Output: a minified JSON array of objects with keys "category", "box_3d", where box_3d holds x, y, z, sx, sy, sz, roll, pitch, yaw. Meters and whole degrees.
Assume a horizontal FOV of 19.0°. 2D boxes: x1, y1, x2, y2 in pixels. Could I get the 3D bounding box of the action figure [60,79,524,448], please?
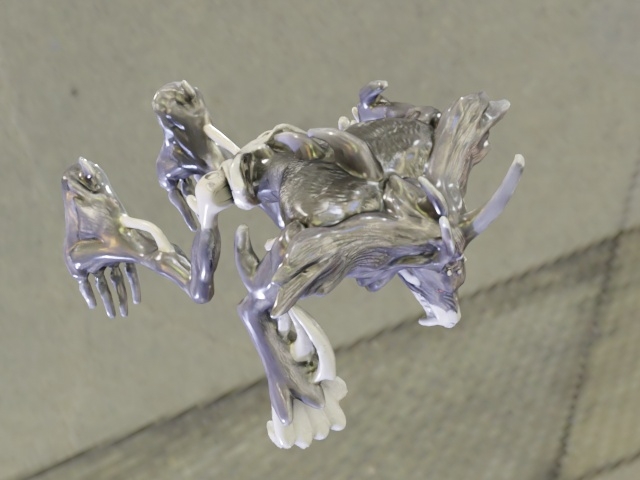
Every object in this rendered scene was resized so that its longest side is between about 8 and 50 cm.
[{"category":"action figure","box_3d":[0.000,0.000,0.909,0.164,0.276,0.141,-46,123,-25]}]
